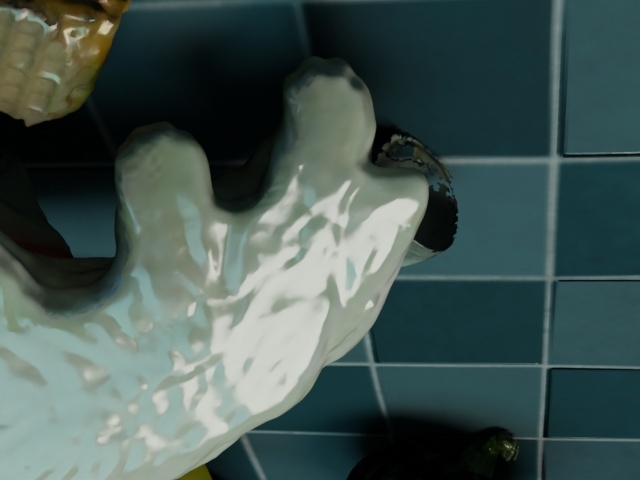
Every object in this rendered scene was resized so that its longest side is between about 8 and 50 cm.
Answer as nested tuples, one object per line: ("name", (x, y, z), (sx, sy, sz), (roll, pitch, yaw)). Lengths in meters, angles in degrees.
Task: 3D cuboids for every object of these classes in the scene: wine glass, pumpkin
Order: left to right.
("wine glass", (0.000, 0.000, 0.684), (0.072, 0.072, 0.155), (31, 139, -34))
("pumpkin", (0.102, 0.238, 0.958), (0.194, 0.150, 0.194), (12, 143, 9))

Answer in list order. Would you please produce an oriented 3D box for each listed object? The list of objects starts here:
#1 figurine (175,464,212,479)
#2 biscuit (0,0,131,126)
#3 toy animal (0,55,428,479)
("figurine", (-0.198, 0.311, 1.086), (0.284, 0.204, 0.338), (-12, 161, -12))
("biscuit", (-0.275, -0.142, 0.520), (0.379, 0.054, 0.094), (17, 146, -17))
("toy animal", (-0.112, 0.005, 0.629), (0.266, 0.188, 0.308), (33, 99, -14))
